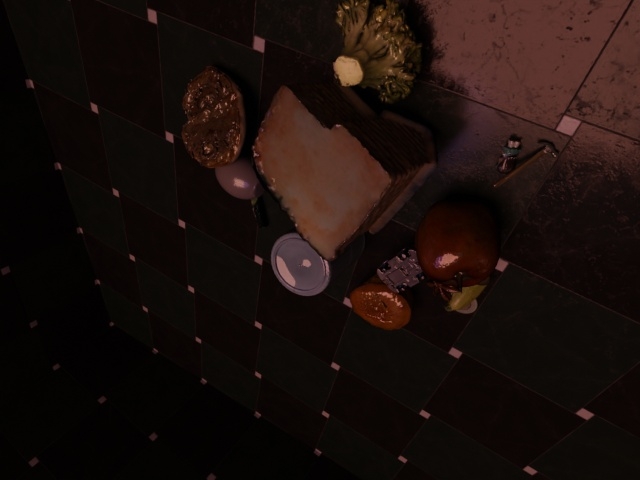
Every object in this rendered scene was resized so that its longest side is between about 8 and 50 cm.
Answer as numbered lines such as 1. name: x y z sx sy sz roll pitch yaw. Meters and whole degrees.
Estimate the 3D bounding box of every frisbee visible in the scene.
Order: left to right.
1. frisbee: 0.535 0.231 1.559 0.110 0.014 0.110 18 130 23

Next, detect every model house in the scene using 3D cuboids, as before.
1. model house: 0.087 -0.245 1.279 0.445 0.400 0.395 48 138 15

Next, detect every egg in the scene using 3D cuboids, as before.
1. egg: -0.325 -0.263 1.677 0.232 0.176 0.176 26 132 17

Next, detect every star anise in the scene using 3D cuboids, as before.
1. star anise: 0.436 0.149 1.489 0.168 0.057 0.167 169 90 -70

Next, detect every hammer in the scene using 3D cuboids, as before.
1. hammer: 0.571 -0.211 1.170 0.182 0.017 0.062 -37 95 23

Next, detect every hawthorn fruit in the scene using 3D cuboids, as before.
1. hawthorn fruit: 0.422 0.025 1.286 0.268 0.300 0.267 6 141 5

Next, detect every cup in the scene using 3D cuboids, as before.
1. cup: 0.013 0.017 1.530 0.257 0.311 0.331 46 124 4

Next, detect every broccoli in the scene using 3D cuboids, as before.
1. broccoli: 0.137 -0.515 1.128 0.288 0.245 0.247 27 139 15

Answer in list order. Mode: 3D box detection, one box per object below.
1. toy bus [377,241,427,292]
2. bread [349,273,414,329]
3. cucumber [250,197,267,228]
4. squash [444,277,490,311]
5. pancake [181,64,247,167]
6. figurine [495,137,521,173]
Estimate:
1. toy bus: 0.323 0.087 1.513 0.126 0.136 0.209 48 135 -1
2. bread: 0.258 0.251 1.677 0.269 0.145 0.268 20 135 22
3. cucumber: -0.276 -0.133 1.822 0.046 0.070 0.220 -10 121 6
4. squash: 0.509 0.191 1.492 0.094 0.094 0.224 32 134 11
5. pancake: -0.417 -0.466 1.582 0.382 0.071 0.382 6 100 38
6. figurine: 0.546 -0.240 1.192 0.060 0.047 0.105 -2 124 -14
